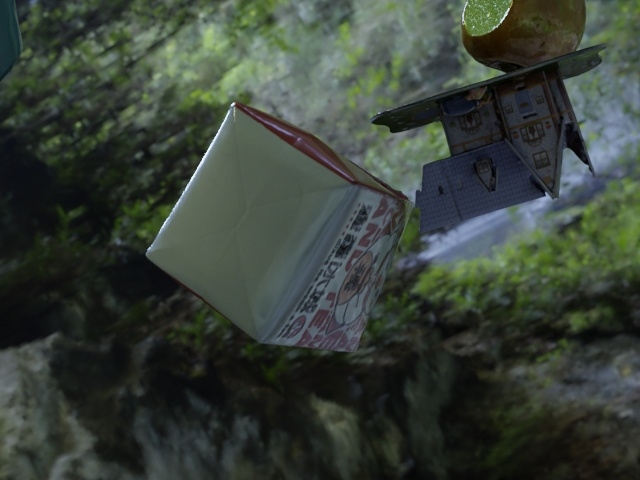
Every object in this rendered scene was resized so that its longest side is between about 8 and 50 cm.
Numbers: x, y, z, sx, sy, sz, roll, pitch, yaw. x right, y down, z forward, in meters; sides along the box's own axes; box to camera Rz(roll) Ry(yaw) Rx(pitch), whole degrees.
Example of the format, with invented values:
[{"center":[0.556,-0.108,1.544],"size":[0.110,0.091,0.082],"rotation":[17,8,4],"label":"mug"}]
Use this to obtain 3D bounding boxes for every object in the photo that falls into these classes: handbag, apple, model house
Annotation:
[{"center":[0.000,0.000,1.102],"size":[0.151,0.171,0.298],"rotation":[35,-172,25],"label":"handbag"},{"center":[0.186,-0.202,1.094],"size":[0.099,0.114,0.102],"rotation":[19,-92,-34],"label":"apple"},{"center":[0.129,-0.066,0.845],"size":[0.117,0.167,0.088],"rotation":[3,-109,-80],"label":"model house"}]

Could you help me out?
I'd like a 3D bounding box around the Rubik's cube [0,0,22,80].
[{"center":[-0.250,-0.098,0.194],"size":[0.358,0.368,0.387],"rotation":[-64,-19,-44],"label":"Rubik's cube"}]
